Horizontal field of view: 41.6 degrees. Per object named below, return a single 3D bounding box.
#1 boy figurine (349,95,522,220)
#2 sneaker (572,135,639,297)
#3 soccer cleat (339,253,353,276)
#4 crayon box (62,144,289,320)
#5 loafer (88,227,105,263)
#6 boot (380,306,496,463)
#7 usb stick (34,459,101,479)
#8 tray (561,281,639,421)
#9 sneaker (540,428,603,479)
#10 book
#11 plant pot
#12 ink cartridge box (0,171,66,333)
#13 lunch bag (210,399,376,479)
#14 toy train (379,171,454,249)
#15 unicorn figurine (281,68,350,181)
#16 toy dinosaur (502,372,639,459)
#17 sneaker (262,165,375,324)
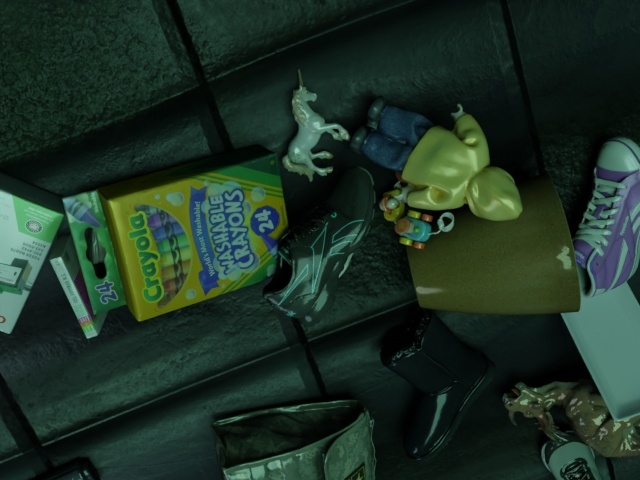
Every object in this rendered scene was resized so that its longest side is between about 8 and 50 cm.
[{"bbox_3d":[0.193,-0.125,1.313,0.285,0.092,0.177,29,90,14],"label":"boy figurine"},{"bbox_3d":[0.489,-0.030,1.456,0.161,0.102,0.282,-22,116,-34],"label":"sneaker"},{"bbox_3d":[0.036,0.001,1.413,0.068,0.076,0.196,20,105,-19],"label":"soccer cleat"},{"bbox_3d":[-0.211,-0.008,1.310,0.323,0.083,0.203,-18,114,-21],"label":"crayon box"},{"bbox_3d":[-0.349,-0.022,1.343,0.039,0.045,0.125,-7,120,-28],"label":"loafer"},{"bbox_3d":[0.178,0.262,1.531,0.207,0.094,0.246,36,93,-26],"label":"boot"},{"bbox_3d":[-0.526,0.471,1.485,0.278,0.045,0.077,-25,113,-3],"label":"usb stick"},{"bbox_3d":[0.534,0.188,1.524,0.145,0.270,0.030,-16,150,-6],"label":"tray"},{"bbox_3d":[0.531,0.490,1.692,0.100,0.108,0.271,-30,112,2],"label":"sneaker"},{"bbox_3d":[-0.383,0.071,1.336,0.035,0.096,0.144,-18,113,0],"label":"book"},{"bbox_3d":[0.279,0.031,1.413,0.255,0.237,0.237,-13,113,7],"label":"plant pot"},{"bbox_3d":[-0.505,0.013,1.289,0.160,0.092,0.219,23,103,-19],"label":"ink cartridge box"},{"bbox_3d":[-0.031,0.426,1.513,0.287,0.169,0.235,-12,116,-13],"label":"lunch bag"},{"bbox_3d":[0.146,-0.068,1.379,0.046,0.166,0.125,13,134,-43],"label":"toy train"},{"bbox_3d":[-0.013,-0.173,1.344,0.111,0.060,0.161,20,105,-19],"label":"unicorn figurine"},{"bbox_3d":[0.509,0.339,1.578,0.296,0.127,0.200,42,104,21],"label":"toy dinosaur"},{"bbox_3d":[0.000,0.000,1.321,0.106,0.101,0.267,24,88,-24],"label":"sneaker"}]
